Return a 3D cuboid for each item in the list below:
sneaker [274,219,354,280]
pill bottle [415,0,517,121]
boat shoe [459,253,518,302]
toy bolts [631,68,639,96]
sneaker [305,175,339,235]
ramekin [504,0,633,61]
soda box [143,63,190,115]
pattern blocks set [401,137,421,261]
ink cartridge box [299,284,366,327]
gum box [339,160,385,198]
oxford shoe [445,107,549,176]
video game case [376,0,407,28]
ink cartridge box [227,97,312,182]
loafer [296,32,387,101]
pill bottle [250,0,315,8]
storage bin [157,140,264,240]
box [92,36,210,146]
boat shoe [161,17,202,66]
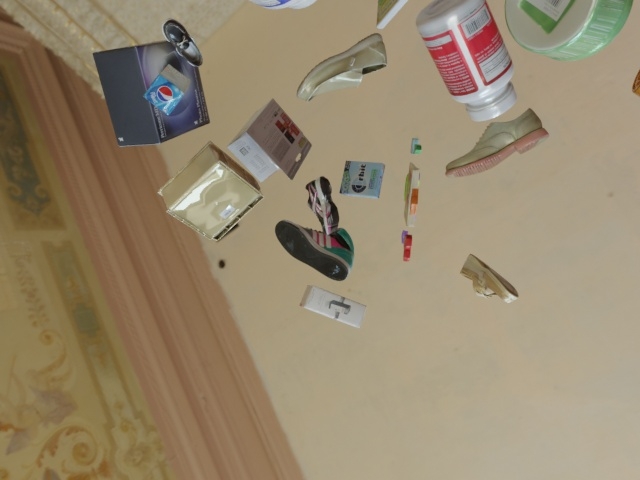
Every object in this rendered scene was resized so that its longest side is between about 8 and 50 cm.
[{"bbox_3d":[0.000,0.000,1.953,0.295,0.124,0.178,36,-145,4],"label":"sneaker"},{"bbox_3d":[0.504,-0.617,1.908,0.408,0.229,0.229,54,-156,-28],"label":"pill bottle"},{"bbox_3d":[0.337,0.088,1.153,0.063,0.059,0.170,31,-168,-22],"label":"boat shoe"},{"bbox_3d":[0.848,-0.428,1.319,0.158,0.218,0.228,21,-147,9],"label":"toy bolts"},{"bbox_3d":[0.002,-0.102,1.733,0.072,0.077,0.178,-8,-92,-53],"label":"sneaker"},{"bbox_3d":[0.639,-0.632,1.499,0.148,0.303,0.303,-11,-112,-38],"label":"ramekin"},{"bbox_3d":[-0.369,-0.370,1.379,0.071,0.067,0.210,37,-167,-21],"label":"soda box"},{"bbox_3d":[0.269,-0.131,1.674,0.285,0.026,0.325,-78,-8,-65],"label":"pattern blocks set"},{"bbox_3d":[0.045,0.243,2.105,0.218,0.092,0.158,23,173,-7],"label":"ink cartridge box"},{"bbox_3d":[0.188,-0.276,2.562,0.041,0.184,0.157,20,-100,-59],"label":"gum box"},{"bbox_3d":[0.648,-0.362,2.164,0.146,0.397,0.140,68,-167,11],"label":"oxford shoe"},{"bbox_3d":[0.212,-0.734,1.582,0.026,0.227,0.206,6,-95,-16],"label":"video game case"},{"bbox_3d":[-0.202,-0.398,2.385,0.272,0.130,0.309,47,-141,-18],"label":"ink cartridge box"},{"bbox_3d":[0.062,-0.425,1.445,0.092,0.268,0.102,56,176,-1],"label":"loafer"},{"bbox_3d":[-0.091,-0.448,0.874,0.152,0.152,0.272,60,-154,7],"label":"pill bottle"},{"bbox_3d":[-0.380,-0.164,2.015,0.260,0.262,0.123,39,-167,-46],"label":"storage bin"},{"bbox_3d":[-0.531,-0.484,1.840,0.294,0.182,0.296,-46,-48,-56],"label":"box"},{"bbox_3d":[-0.287,-0.412,1.194,0.038,0.046,0.125,50,177,27],"label":"boat shoe"}]
